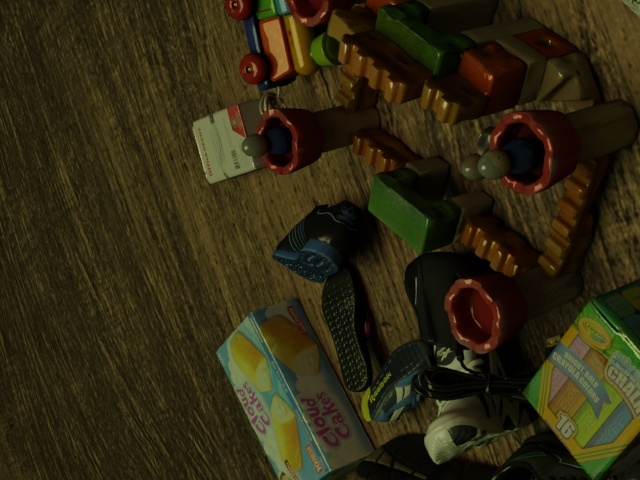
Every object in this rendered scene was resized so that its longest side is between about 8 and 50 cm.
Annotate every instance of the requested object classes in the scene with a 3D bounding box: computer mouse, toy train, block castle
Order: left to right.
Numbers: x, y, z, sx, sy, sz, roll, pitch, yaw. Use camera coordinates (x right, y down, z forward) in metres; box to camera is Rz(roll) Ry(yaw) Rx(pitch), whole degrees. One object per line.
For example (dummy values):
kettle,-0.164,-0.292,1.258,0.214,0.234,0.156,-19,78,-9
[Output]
toy train,-0.025,-0.237,1.718,0.143,0.105,0.248,-6,100,41
block castle,0.110,-0.118,1.474,0.453,0.213,0.303,43,136,36
computer mouse,0.195,0.087,1.517,0.262,0.184,0.060,-89,6,-54

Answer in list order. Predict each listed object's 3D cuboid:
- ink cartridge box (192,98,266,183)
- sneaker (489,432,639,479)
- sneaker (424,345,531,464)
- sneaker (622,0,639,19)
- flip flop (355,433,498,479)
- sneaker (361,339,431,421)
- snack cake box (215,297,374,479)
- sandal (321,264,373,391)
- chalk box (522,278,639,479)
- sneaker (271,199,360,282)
ink cartridge box,-0.123,-0.146,1.918,0.135,0.056,0.099,-12,95,55
sneaker,0.306,0.287,1.474,0.267,0.106,0.101,-2,102,53
sneaker,0.161,0.170,1.528,0.094,0.235,0.153,-34,74,28
sneaker,0.304,-0.254,1.261,0.190,0.083,0.071,58,141,18
flip flop,0.154,0.331,1.718,0.277,0.112,0.080,10,127,46
sneaker,0.113,0.191,1.750,0.144,0.059,0.053,-54,31,29
snack cake box,-0.042,0.240,1.946,0.264,0.089,0.152,62,143,16
sandal,0.045,0.123,1.810,0.067,0.040,0.179,-23,73,45
chalk box,0.332,0.124,1.340,0.132,0.132,0.213,52,137,27
sneaker,0.000,0.000,1.803,0.081,0.090,0.232,33,167,-12
